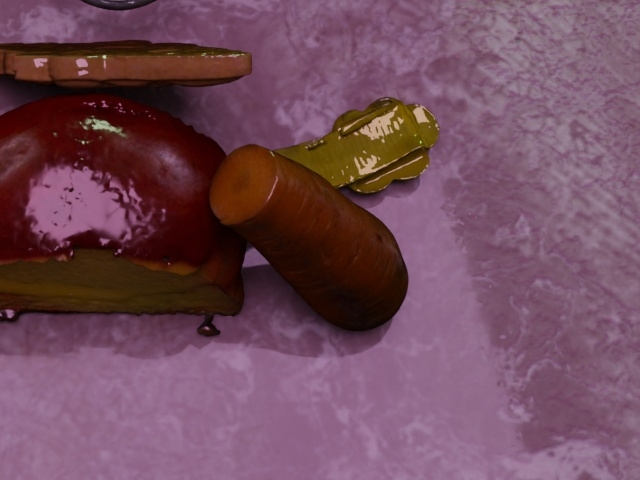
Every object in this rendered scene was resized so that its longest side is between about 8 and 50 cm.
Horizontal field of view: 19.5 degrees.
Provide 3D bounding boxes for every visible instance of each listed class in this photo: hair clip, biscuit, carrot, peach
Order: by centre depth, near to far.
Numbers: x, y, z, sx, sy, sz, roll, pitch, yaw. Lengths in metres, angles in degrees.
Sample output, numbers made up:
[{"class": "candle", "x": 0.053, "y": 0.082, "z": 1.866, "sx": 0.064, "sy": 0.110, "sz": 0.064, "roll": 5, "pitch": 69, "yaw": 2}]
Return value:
[{"class": "carrot", "x": 0.000, "y": 0.000, "z": 1.344, "sx": 0.087, "sy": 0.193, "sz": 0.087, "roll": -14, "pitch": 57, "yaw": 23}, {"class": "peach", "x": -0.187, "y": -0.028, "z": 1.355, "sx": 0.267, "sy": 0.159, "sz": 0.154, "roll": 0, "pitch": 67, "yaw": -4}, {"class": "biscuit", "x": -0.151, "y": -0.130, "z": 1.376, "sx": 0.162, "sy": 0.250, "sz": 0.035, "roll": -21, "pitch": 110, "yaw": -51}, {"class": "hair clip", "x": 0.013, "y": -0.059, "z": 1.436, "sx": 0.173, "sy": 0.046, "sz": 0.072, "roll": -24, "pitch": 78, "yaw": -19}]

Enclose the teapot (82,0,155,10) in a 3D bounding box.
[{"class": "teapot", "x": -0.155, "y": -0.297, "z": 1.446, "sx": 0.149, "sy": 0.162, "sz": 0.239, "roll": -1, "pitch": 88, "yaw": 2}]
